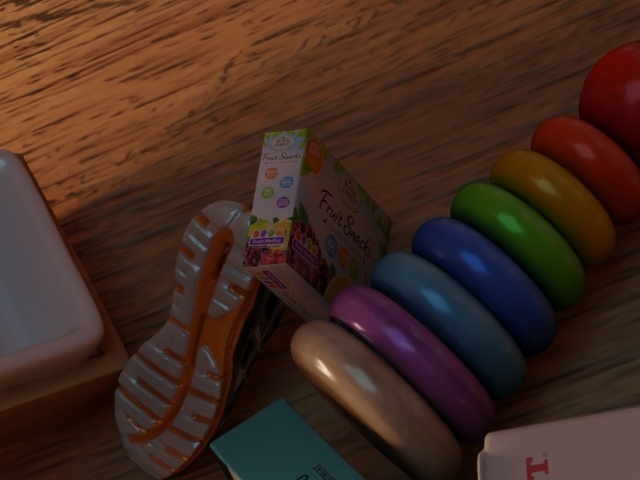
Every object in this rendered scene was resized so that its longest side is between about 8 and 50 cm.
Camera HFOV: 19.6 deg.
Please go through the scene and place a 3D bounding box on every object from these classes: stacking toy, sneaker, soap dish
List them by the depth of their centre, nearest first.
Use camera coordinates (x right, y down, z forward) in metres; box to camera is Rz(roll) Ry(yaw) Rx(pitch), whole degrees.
[{"bbox_3d":[0.138,0.001,1.216,0.330,0.141,0.141,-46,54,-8],"label":"stacking toy"},{"bbox_3d":[-0.073,0.073,1.298,0.084,0.083,0.215,34,108,25],"label":"sneaker"},{"bbox_3d":[-0.312,0.069,1.343,0.290,0.118,0.229,-19,53,-20],"label":"soap dish"}]

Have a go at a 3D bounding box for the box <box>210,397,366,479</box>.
[{"bbox_3d":[0.023,0.197,1.131,0.060,0.100,0.244,-33,34,-13],"label":"box"}]

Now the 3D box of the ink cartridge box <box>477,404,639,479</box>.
[{"bbox_3d":[0.255,0.203,1.018,0.307,0.129,0.223,-12,54,16],"label":"ink cartridge box"}]

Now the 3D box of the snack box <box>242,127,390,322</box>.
[{"bbox_3d":[0.000,0.000,1.269,0.037,0.141,0.100,-5,63,25],"label":"snack box"}]
